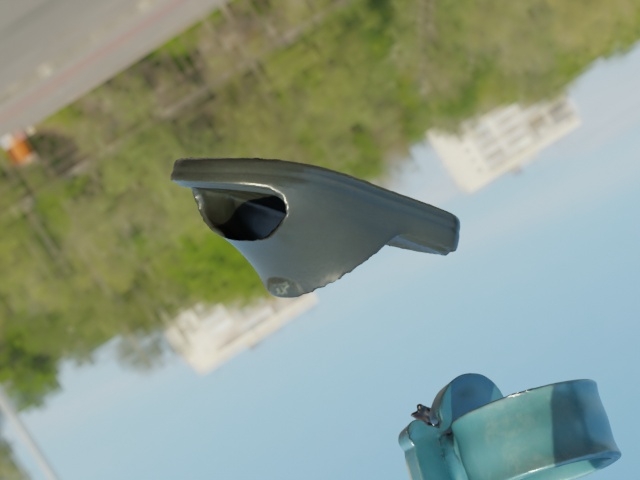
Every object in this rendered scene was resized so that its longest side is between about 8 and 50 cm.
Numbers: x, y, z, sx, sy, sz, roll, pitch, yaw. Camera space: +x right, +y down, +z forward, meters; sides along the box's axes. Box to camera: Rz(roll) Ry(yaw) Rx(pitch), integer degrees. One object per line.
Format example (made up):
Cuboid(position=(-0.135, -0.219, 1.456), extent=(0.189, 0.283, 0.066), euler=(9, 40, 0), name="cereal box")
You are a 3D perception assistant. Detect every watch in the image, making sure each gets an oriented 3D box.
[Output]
Cuboid(position=(0.213, 0.222, 1.968), extent=(0.193, 0.211, 0.211), euler=(-32, -176, 42), name="watch")

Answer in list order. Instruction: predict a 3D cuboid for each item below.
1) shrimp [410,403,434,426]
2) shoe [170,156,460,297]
Cuboid(position=(0.196, 0.293, 2.335), extent=(0.066, 0.262, 0.117), euler=(-8, -120, 37), name="shrimp")
Cuboid(position=(0.000, 0.000, 1.344), extent=(0.241, 0.093, 0.108), euler=(14, 174, -39), name="shoe")
